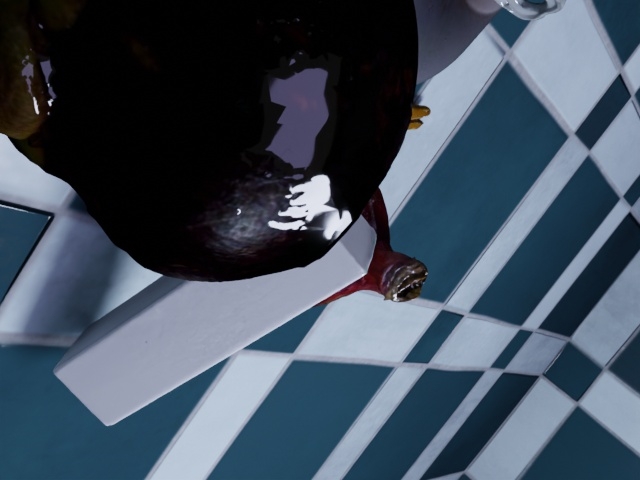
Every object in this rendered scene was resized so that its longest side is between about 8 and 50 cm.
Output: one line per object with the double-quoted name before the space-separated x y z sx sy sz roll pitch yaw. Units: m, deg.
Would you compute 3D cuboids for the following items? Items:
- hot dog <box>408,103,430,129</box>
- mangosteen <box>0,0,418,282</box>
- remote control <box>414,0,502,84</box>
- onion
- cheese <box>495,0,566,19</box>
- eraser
"hot dog" 0.096 -0.144 0.905 0.083 0.021 0.037 -8 141 -51
"mangosteen" -0.083 -0.116 0.489 0.233 0.287 0.287 -51 152 -17
"remote control" 0.122 -0.280 0.696 0.332 0.103 0.221 -48 141 1
"onion" 0.000 0.000 0.742 0.140 0.218 0.195 -26 143 -33
"cheese" 0.053 -0.229 0.557 0.249 0.163 0.071 31 79 -39
"eraser" -0.096 0.054 0.677 0.298 0.078 0.076 -32 -163 23
